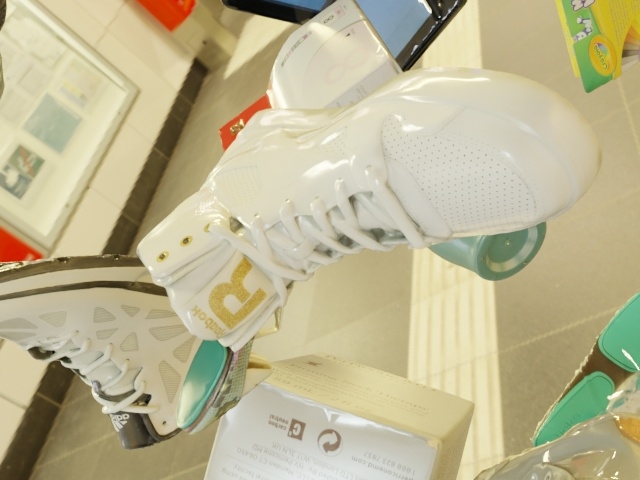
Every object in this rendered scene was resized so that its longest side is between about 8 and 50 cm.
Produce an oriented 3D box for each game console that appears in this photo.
[{"bbox_3d":[0.019,-0.336,0.988,0.173,0.250,0.293,-26,-8,-28],"label":"game console"}]

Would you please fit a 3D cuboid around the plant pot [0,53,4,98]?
[{"bbox_3d":[-0.615,-0.177,0.969,0.341,0.341,0.334,-35,32,26],"label":"plant pot"}]

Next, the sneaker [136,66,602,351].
[{"bbox_3d":[0.000,0.000,0.408,0.169,0.108,0.292,-52,27,-22],"label":"sneaker"}]

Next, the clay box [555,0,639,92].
[{"bbox_3d":[0.292,-0.244,0.657,0.222,0.127,0.053,-35,29,-15],"label":"clay box"}]

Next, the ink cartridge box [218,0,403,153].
[{"bbox_3d":[-0.029,-0.163,0.814,0.232,0.066,0.189,-30,40,10],"label":"ink cartridge box"}]

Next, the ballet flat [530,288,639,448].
[{"bbox_3d":[0.516,0.234,1.206,0.409,0.147,0.147,-54,26,11],"label":"ballet flat"}]

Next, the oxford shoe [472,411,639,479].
[{"bbox_3d":[0.268,0.297,0.815,0.130,0.169,0.449,-60,-3,-28],"label":"oxford shoe"}]

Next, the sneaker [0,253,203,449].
[{"bbox_3d":[-0.269,0.150,0.907,0.169,0.447,0.258,-5,86,32],"label":"sneaker"}]

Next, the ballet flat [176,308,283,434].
[{"bbox_3d":[-0.079,0.095,0.717,0.077,0.079,0.222,28,103,58],"label":"ballet flat"}]

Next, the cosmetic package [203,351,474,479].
[{"bbox_3d":[0.036,0.394,1.172,0.329,0.393,0.328,15,90,19],"label":"cosmetic package"}]

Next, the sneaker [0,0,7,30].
[{"bbox_3d":[-0.438,-0.335,0.694,0.131,0.319,0.112,8,46,39],"label":"sneaker"}]

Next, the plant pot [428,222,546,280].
[{"bbox_3d":[0.337,-0.053,1.549,0.271,0.271,0.255,-45,43,7],"label":"plant pot"}]
